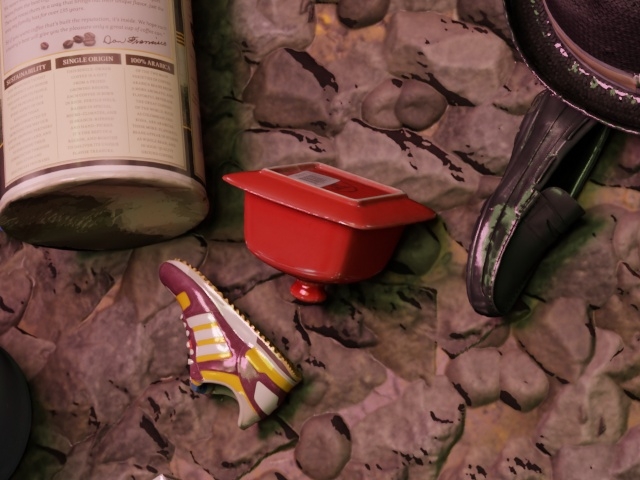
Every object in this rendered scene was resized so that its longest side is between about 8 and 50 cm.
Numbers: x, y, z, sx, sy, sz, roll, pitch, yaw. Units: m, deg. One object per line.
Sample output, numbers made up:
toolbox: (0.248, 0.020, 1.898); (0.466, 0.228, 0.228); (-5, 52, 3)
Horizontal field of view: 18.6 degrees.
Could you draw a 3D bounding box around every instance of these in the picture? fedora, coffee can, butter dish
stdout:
fedora: (0.299, -0.249, 1.667); (0.334, 0.152, 0.334); (-6, 72, 20)
coffee can: (-0.216, -0.151, 1.874); (0.201, 0.201, 0.275); (-12, 70, 18)
butter dish: (0.000, 0.000, 1.788); (0.160, 0.160, 0.118); (21, 106, 26)

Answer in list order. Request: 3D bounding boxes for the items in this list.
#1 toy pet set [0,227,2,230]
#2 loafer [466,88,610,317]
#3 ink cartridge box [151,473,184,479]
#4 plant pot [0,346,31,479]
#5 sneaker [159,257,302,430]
toy pet set: (-0.309, -0.065, 1.978); (0.122, 0.065, 0.114); (-21, 32, 12)
loafer: (0.196, -0.032, 1.741); (0.078, 0.076, 0.223); (17, 77, 33)
ink cartridge box: (-0.177, 0.322, 1.778); (0.191, 0.082, 0.139); (-34, 64, 11)
plant pot: (-0.411, 0.148, 1.829); (0.272, 0.255, 0.271); (-6, 72, 19)
sneaker: (-0.105, 0.095, 1.827); (0.084, 0.069, 0.185); (-46, 62, -3)
